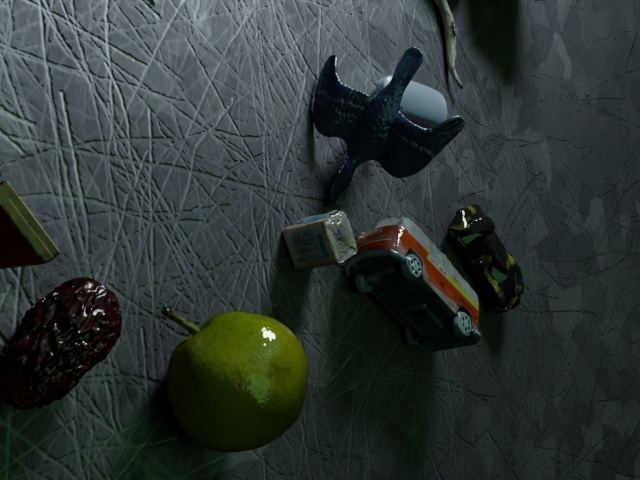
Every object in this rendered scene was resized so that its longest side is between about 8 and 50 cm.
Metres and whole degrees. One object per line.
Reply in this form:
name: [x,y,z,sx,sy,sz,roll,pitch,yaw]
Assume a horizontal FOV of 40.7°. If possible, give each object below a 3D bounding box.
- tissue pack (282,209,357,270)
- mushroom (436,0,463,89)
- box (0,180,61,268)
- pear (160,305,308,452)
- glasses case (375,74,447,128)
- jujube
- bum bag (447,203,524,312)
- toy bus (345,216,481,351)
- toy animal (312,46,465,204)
tissue pack: [0.000,0.000,1.260,0.058,0.094,0.074,-25,101,-45]
mushroom: [0.217,-0.432,1.602,0.068,0.043,0.306,-35,111,-25]
box: [-0.331,-0.013,0.887,0.023,0.133,0.090,-45,117,-37]
pear: [-0.117,0.158,1.082,0.180,0.166,0.216,-40,91,-28]
glasses case: [0.161,-0.239,1.502,0.178,0.045,0.067,8,78,-45]
jujube: [-0.282,0.115,0.948,0.104,0.104,0.166,49,57,-30]
bum bag: [0.314,0.034,1.609,0.107,0.060,0.233,-48,116,-29]
toy bus: [0.154,0.069,1.403,0.265,0.121,0.120,45,46,-31]
toy animal: [0.089,-0.176,1.341,0.176,0.239,0.256,-58,173,-67]
